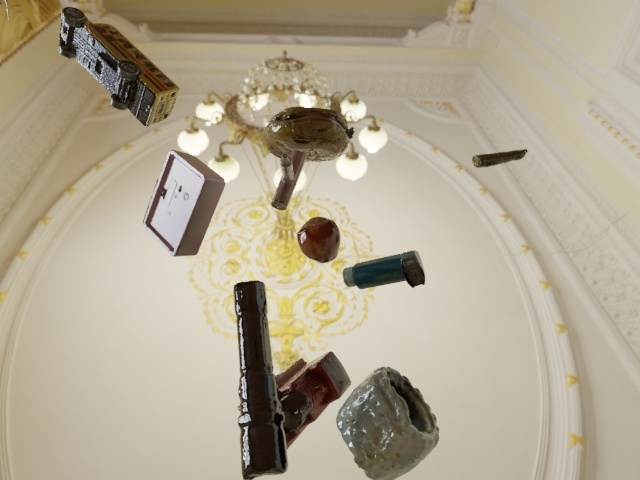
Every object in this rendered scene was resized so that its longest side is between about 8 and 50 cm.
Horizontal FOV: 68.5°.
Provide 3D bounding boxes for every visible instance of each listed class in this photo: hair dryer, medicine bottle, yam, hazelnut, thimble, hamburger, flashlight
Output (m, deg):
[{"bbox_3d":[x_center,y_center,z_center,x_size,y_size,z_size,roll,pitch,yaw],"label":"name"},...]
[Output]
[{"bbox_3d":[-0.092,-0.221,1.356,0.054,0.220,0.195,16,-115,6],"label":"hair dryer"},{"bbox_3d":[0.184,0.091,1.354,0.258,0.079,0.124,-13,-158,29],"label":"medicine bottle"},{"bbox_3d":[0.383,-0.173,0.993,0.129,0.027,0.033,-10,-145,-16],"label":"yam"},{"bbox_3d":[0.000,0.000,0.796,0.086,0.086,0.086,2,-139,-2],"label":"hazelnut"},{"bbox_3d":[0.154,0.405,1.052,0.205,0.172,0.250,43,-169,4],"label":"thimble"},{"bbox_3d":[-0.034,-0.351,1.542,0.309,0.211,0.132,2,-101,-7],"label":"hamburger"},{"bbox_3d":[-0.141,0.281,1.018,0.103,0.103,0.424,-6,-117,-10],"label":"flashlight"}]

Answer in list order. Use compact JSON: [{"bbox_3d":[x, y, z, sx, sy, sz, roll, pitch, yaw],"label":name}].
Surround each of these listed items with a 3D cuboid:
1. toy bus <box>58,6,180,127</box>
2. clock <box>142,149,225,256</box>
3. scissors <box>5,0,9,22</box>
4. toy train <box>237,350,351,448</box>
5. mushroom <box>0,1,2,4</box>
[{"bbox_3d":[-0.516,-0.444,1.194,0.335,0.121,0.123,44,-138,6],"label":"toy bus"},{"bbox_3d":[-0.304,-0.081,1.039,0.150,0.197,0.063,37,-160,32],"label":"clock"},{"bbox_3d":[-0.769,-0.580,1.154,0.006,0.083,0.036,-10,-155,-38],"label":"scissors"},{"bbox_3d":[-0.060,0.433,1.295,0.163,0.231,0.369,56,-156,7],"label":"toy train"},{"bbox_3d":[-0.843,-0.478,0.989,0.306,0.068,0.043,-6,177,-11],"label":"mushroom"}]
